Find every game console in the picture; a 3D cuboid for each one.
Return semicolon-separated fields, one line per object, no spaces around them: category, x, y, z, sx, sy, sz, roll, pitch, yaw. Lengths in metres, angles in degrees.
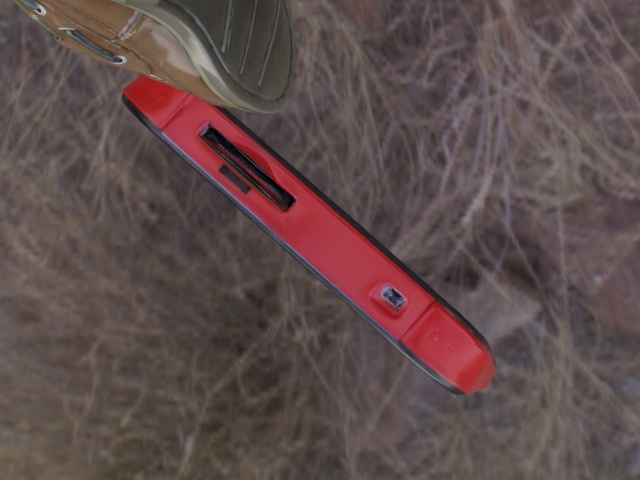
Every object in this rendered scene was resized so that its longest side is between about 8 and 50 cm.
game console;0.000;0.000;1.449;0.386;0.342;0.060;42;89;10

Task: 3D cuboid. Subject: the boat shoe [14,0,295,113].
boat shoe;-0.113;-0.161;0.992;0.104;0.110;0.307;0;163;24
